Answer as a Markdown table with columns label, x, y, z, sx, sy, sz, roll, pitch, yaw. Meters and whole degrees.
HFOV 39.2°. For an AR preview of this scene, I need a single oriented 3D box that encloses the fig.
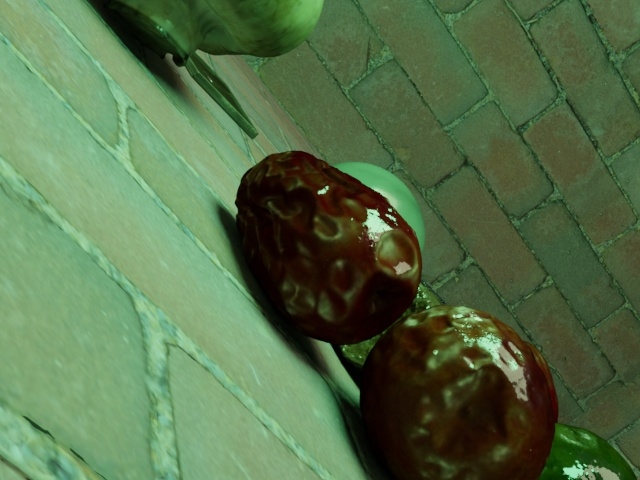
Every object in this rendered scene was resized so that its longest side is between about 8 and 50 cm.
| label | x | y | z | sx | sy | sz | roll | pitch | yaw |
| --- | --- | --- | --- | --- | --- | --- | --- | --- | --- |
| fig | 0.289 | 0.323 | 1.008 | 0.195 | 0.195 | 0.245 | 51 | 4 | -22 |

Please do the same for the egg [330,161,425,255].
| label | x | y | z | sx | sy | sz | roll | pitch | yaw |
| --- | --- | --- | --- | --- | --- | --- | --- | --- | --- |
| egg | 0.047 | -0.008 | 1.130 | 0.168 | 0.168 | 0.231 | 56 | 5 | 23 |

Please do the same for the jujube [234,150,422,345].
| label | x | y | z | sx | sy | sz | roll | pitch | yaw |
| --- | --- | --- | --- | --- | --- | --- | --- | --- | --- |
| jujube | 0.000 | 0.000 | 0.889 | 0.155 | 0.155 | 0.230 | 48 | -1 | -40 |

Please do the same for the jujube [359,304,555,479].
| label | x | y | z | sx | sy | sz | roll | pitch | yaw |
| --- | --- | --- | --- | --- | --- | --- | --- | --- | --- |
| jujube | 0.123 | 0.161 | 0.853 | 0.190 | 0.190 | 0.255 | 55 | -11 | 13 |

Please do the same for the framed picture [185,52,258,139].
| label | x | y | z | sx | sy | sz | roll | pitch | yaw |
| --- | --- | --- | --- | --- | --- | --- | --- | --- | --- |
| framed picture | -0.187 | -0.271 | 1.536 | 0.150 | 0.015 | 0.203 | 58 | 8 | 34 |

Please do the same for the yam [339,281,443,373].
| label | x | y | z | sx | sy | sz | roll | pitch | yaw |
| --- | --- | --- | --- | --- | --- | --- | --- | --- | --- |
| yam | 0.101 | 0.119 | 1.069 | 0.238 | 0.129 | 0.128 | 40 | 49 | -60 |

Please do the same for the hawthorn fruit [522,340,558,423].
| label | x | y | z | sx | sy | sz | roll | pitch | yaw |
| --- | --- | --- | --- | --- | --- | --- | --- | --- | --- |
| hawthorn fruit | 0.262 | 0.246 | 1.315 | 0.185 | 0.185 | 0.202 | 2 | 67 | -82 |

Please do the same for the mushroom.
| label | x | y | z | sx | sy | sz | roll | pitch | yaw |
| --- | --- | --- | --- | --- | --- | --- | --- | --- | --- |
| mushroom | -0.160 | -0.360 | 1.144 | 0.352 | 0.260 | 0.352 | 31 | -11 | 7 |

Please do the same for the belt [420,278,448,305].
| label | x | y | z | sx | sy | sz | roll | pitch | yaw |
| --- | --- | --- | --- | --- | --- | --- | --- | --- | --- |
| belt | 0.232 | 0.189 | 1.616 | 0.325 | 0.122 | 0.260 | 45 | 6 | -45 |
